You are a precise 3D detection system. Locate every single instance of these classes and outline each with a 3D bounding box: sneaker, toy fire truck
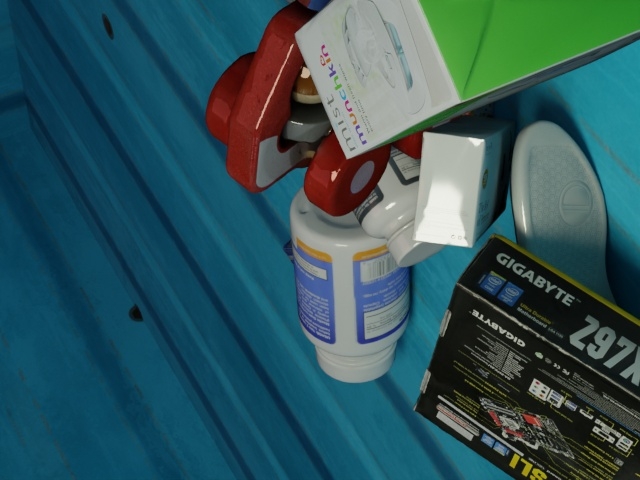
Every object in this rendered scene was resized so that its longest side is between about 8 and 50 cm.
[{"bbox_3d":[0.211,0.016,1.268,0.147,0.104,0.296,20,134,57],"label":"sneaker"},{"bbox_3d":[0.025,-0.187,1.223,0.169,0.302,0.254,35,141,24],"label":"toy fire truck"}]

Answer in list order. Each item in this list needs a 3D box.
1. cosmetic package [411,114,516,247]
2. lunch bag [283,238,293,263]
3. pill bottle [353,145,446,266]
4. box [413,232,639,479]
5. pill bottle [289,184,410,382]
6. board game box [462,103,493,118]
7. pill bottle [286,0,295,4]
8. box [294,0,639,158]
[{"bbox_3d":[0.141,-0.062,1.207,0.239,0.060,0.099,-33,-52,-72],"label":"cosmetic package"},{"bbox_3d":[0.000,0.000,1.806,0.065,0.098,0.067,53,161,-15],"label":"lunch bag"},{"bbox_3d":[0.082,-0.064,1.508,0.180,0.108,0.108,61,159,18],"label":"pill bottle"},{"bbox_3d":[0.253,0.166,1.192,0.322,0.079,0.257,33,150,16],"label":"box"},{"bbox_3d":[0.042,0.055,1.673,0.152,0.152,0.272,48,153,41],"label":"pill bottle"},{"bbox_3d":[0.149,-0.128,1.389,0.103,0.026,0.154,46,152,45],"label":"board game box"},{"bbox_3d":[0.005,-0.304,1.457,0.184,0.103,0.103,47,152,42],"label":"pill bottle"},{"bbox_3d":[0.144,-0.183,1.006,0.127,0.261,0.231,67,159,0],"label":"box"}]
